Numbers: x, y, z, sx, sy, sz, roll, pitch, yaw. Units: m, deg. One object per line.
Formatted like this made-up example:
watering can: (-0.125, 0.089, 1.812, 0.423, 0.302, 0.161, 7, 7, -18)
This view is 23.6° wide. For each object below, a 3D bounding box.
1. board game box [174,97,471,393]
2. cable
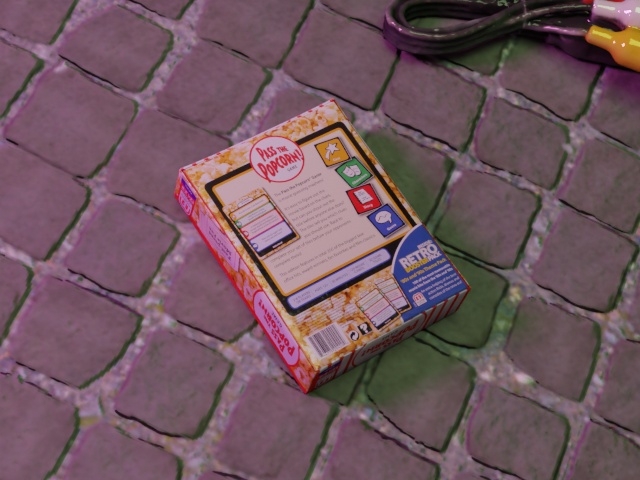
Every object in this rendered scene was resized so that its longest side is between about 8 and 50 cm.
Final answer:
board game box: (0.000, 0.000, 1.180, 0.147, 0.045, 0.193, -26, 71, -23)
cable: (0.200, -0.205, 1.318, 0.287, 0.072, 0.139, 9, 55, -7)
